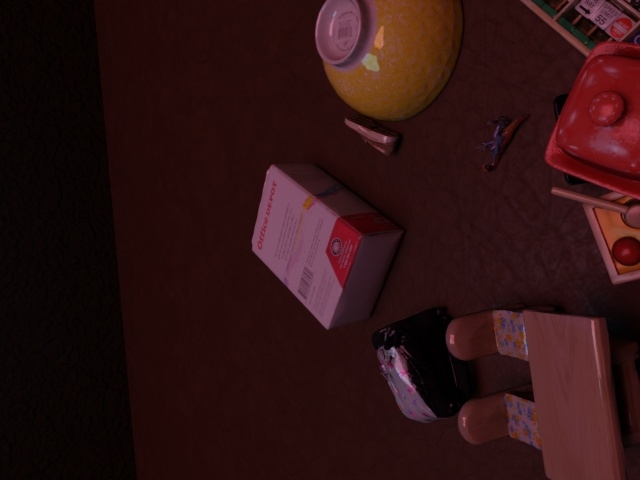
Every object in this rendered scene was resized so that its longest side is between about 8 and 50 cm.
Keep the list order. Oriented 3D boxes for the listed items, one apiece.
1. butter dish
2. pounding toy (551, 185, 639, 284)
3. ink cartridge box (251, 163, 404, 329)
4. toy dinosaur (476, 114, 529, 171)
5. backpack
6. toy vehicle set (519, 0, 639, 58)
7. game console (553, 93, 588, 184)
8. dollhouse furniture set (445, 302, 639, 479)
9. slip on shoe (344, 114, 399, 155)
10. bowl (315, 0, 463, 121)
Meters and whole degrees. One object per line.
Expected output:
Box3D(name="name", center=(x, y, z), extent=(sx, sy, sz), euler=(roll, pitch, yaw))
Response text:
Box3D(name="butter dish", center=(0.328, -0.136, 0.564), extent=(0.160, 0.118, 0.160), euler=(34, 114, 39))
Box3D(name="pounding toy", center=(0.388, -0.026, 0.638), extent=(0.130, 0.100, 0.141), euler=(-28, 74, 48))
Box3D(name="ink cartridge box", center=(0.000, 0.000, 1.087), extent=(0.306, 0.131, 0.226), euler=(43, 127, 39))
Box3D(name="toy dinosaur", center=(0.276, -0.147, 0.804), extent=(0.090, 0.047, 0.082), euler=(4, 117, 40))
Box3D(name="backpack", center=(0.181, 0.225, 0.913), extent=(0.182, 0.151, 0.115), euler=(66, 154, 14))
Box3D(name="toy vehicle set", center=(0.378, -0.301, 0.628), extent=(0.166, 0.035, 0.267), euler=(-48, 59, 28))
Box3D(name="game console", center=(0.371, -0.141, 0.661), extent=(0.071, 0.107, 0.122), euler=(105, 157, -89))
Box3D(name="dollhouse furniture set", center=(0.284, 0.287, 0.612), extent=(0.362, 0.256, 0.394), euler=(172, 89, -70))
Box3D(name="slip on shoe", center=(0.096, -0.207, 1.006), extent=(0.135, 0.051, 0.041), euler=(34, 133, 36))
Box3D(name="bowl", center=(0.085, -0.360, 0.907), extent=(0.289, 0.156, 0.290), euler=(11, 104, 50))
